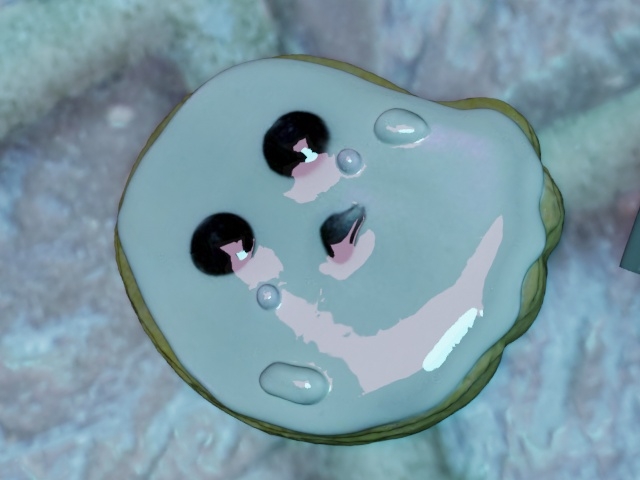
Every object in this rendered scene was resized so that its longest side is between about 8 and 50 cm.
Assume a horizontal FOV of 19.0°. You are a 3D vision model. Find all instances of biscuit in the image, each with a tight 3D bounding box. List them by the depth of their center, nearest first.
[{"bbox_3d":[0.000,0.000,0.879,0.208,0.049,0.181,20,80,16],"label":"biscuit"}]

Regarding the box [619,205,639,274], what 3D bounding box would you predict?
[{"bbox_3d":[0.175,-0.005,0.803,0.084,0.122,0.069,25,95,20],"label":"box"}]
